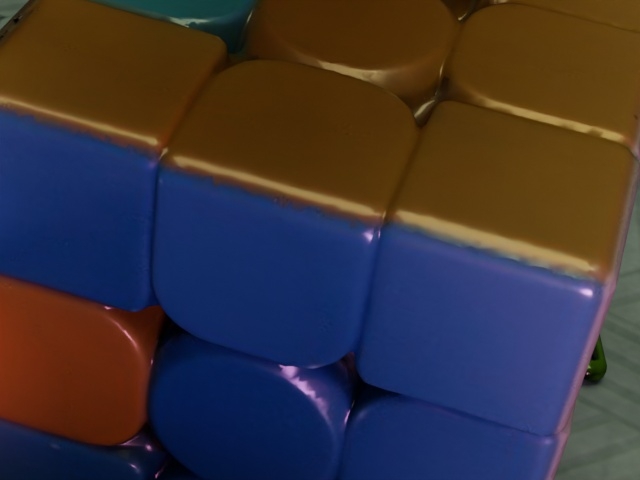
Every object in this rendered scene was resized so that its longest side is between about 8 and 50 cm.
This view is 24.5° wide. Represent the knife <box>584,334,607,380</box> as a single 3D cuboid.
[{"bbox_3d":[0.177,0.019,1.004,0.054,0.015,0.212,12,39,-9],"label":"knife"}]

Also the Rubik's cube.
[{"bbox_3d":[0.000,0.000,0.779,0.292,0.290,0.291,15,41,9],"label":"Rubik's cube"}]
